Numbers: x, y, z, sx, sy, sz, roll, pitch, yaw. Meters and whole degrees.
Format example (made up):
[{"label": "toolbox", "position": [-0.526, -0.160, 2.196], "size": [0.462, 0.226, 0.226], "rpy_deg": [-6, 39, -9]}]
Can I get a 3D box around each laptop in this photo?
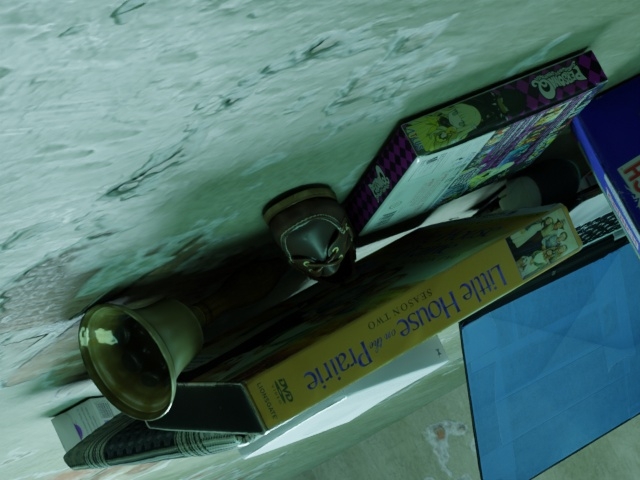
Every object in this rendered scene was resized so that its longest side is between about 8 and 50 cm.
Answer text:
[{"label": "laptop", "position": [0.375, 0.086, 2.037], "size": [0.382, 0.236, 0.408], "rpy_deg": [-22, 164, -41]}]

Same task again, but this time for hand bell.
[{"label": "hand bell", "position": [-0.115, 0.071, 1.655], "size": [0.242, 0.126, 0.126], "rpy_deg": [-33, 176, -43]}]

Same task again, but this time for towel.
[{"label": "towel", "position": [-0.098, 0.182, 1.906], "size": [0.312, 0.056, 0.324], "rpy_deg": [-16, -169, 43]}]

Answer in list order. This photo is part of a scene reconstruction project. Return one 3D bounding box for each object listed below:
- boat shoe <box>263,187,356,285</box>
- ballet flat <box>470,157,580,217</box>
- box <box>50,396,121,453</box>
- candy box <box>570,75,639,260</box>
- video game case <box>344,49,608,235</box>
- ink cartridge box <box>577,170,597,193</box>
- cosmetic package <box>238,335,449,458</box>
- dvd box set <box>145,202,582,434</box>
[{"label": "boat shoe", "position": [0.000, 0.000, 1.594], "size": [0.073, 0.073, 0.207], "rpy_deg": [-25, 168, 8]}, {"label": "ballet flat", "position": [0.233, -0.036, 1.958], "size": [0.074, 0.074, 0.203], "rpy_deg": [-19, 169, -32]}, {"label": "box", "position": [-0.245, 0.242, 2.161], "size": [0.063, 0.067, 0.324], "rpy_deg": [-28, 169, 16]}, {"label": "candy box", "position": [0.466, -0.085, 1.735], "size": [0.317, 0.268, 0.122], "rpy_deg": [-26, 165, 1]}, {"label": "video game case", "position": [0.145, -0.090, 1.580], "size": [0.210, 0.042, 0.232], "rpy_deg": [-22, 168, -18]}, {"label": "ink cartridge box", "position": [0.473, -0.108, 2.185], "size": [0.275, 0.060, 0.239], "rpy_deg": [-22, 169, -20]}, {"label": "cosmetic package", "position": [0.009, 0.170, 2.209], "size": [0.224, 0.138, 0.224], "rpy_deg": [-13, 164, -48]}, {"label": "dvd box set", "position": [0.033, 0.083, 1.743], "size": [0.420, 0.062, 0.307], "rpy_deg": [-28, -172, -26]}]
